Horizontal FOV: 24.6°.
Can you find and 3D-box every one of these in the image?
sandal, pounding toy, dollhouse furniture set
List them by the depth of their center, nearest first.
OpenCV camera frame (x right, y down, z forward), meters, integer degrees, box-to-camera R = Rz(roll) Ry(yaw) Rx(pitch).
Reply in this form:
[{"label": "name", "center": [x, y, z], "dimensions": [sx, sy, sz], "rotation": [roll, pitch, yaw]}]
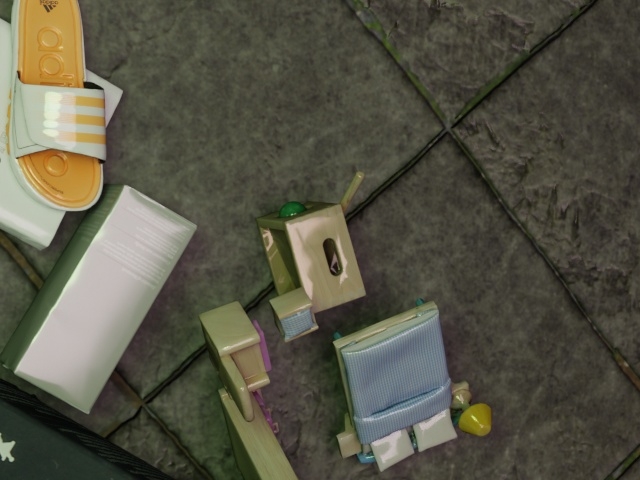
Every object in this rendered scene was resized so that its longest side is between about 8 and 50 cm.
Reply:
[{"label": "sandal", "center": [-0.280, -0.164, 1.553], "dimensions": [0.102, 0.076, 0.265], "rotation": [-4, 82, -28]}, {"label": "dollhouse furniture set", "center": [0.060, 0.187, 1.625], "dimensions": [0.303, 0.198, 0.286], "rotation": [-21, 132, -12]}, {"label": "pounding toy", "center": [0.000, 0.000, 1.689], "dimensions": [0.100, 0.130, 0.141], "rotation": [-18, 99, -19]}]

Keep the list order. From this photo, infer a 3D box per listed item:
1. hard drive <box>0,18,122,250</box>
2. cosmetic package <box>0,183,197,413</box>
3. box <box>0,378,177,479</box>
[{"label": "hard drive", "center": [-0.386, -0.150, 1.561], "dimensions": [0.308, 0.040, 0.203], "rotation": [30, 68, -19]}, {"label": "cosmetic package", "center": [-0.245, 0.059, 1.605], "dimensions": [0.107, 0.127, 0.238], "rotation": [30, 85, -19]}, {"label": "box", "center": [-0.281, 0.432, 1.417], "dimensions": [0.472, 0.297, 0.479], "rotation": [27, 82, 14]}]
